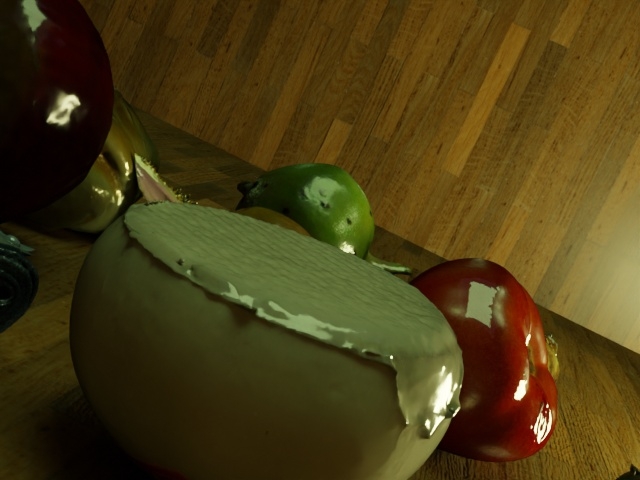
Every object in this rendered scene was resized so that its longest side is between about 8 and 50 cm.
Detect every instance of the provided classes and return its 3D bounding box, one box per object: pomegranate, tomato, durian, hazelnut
[{"bbox_3d":[0.000,0.000,1.938,0.341,0.260,0.260,29,8,-15],"label":"pomegranate"},{"bbox_3d":[0.193,0.168,1.512,0.226,0.298,0.298,-15,-11,26],"label":"tomato"},{"bbox_3d":[-0.224,-0.046,1.727,0.140,0.078,0.224,-96,163,-65],"label":"durian"},{"bbox_3d":[-0.479,-0.190,1.375,0.429,0.402,0.402,20,9,-2],"label":"hazelnut"}]

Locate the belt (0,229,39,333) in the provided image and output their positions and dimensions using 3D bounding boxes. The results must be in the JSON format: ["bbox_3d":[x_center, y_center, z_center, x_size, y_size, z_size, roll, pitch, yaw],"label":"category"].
[{"bbox_3d":[-0.379,0.036,1.047,0.218,0.122,0.128,9,19,-41],"label":"belt"}]

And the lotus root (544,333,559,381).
[{"bbox_3d":[0.298,0.214,1.843,0.169,0.141,0.314,26,16,31],"label":"lotus root"}]

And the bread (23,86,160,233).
[{"bbox_3d":[-0.410,-0.157,1.737,0.300,0.210,0.341,33,15,-3],"label":"bread"}]

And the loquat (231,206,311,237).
[{"bbox_3d":[-0.082,0.054,1.582,0.234,0.176,0.187,45,-22,39],"label":"loquat"}]

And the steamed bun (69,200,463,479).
[{"bbox_3d":[-0.061,0.123,1.027,0.374,0.241,0.374,21,13,-5],"label":"steamed bun"}]

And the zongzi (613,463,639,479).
[{"bbox_3d":[0.396,0.379,1.285,0.241,0.111,0.248,39,20,32],"label":"zongzi"}]
